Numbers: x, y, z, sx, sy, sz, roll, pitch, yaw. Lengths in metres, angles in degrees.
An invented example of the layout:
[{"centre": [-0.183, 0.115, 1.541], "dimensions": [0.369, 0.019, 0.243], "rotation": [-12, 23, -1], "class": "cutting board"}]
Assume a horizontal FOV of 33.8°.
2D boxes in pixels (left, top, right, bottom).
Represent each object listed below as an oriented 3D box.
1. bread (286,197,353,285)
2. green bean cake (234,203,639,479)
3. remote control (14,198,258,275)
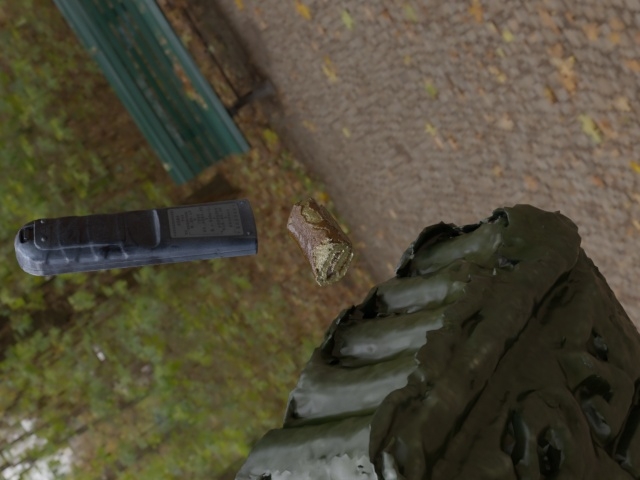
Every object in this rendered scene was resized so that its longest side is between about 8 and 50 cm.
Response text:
[{"centre": [0.000, 0.000, 0.889], "dimensions": [0.083, 0.036, 0.047], "rotation": [-123, 44, -53], "class": "bread"}, {"centre": [0.105, 0.132, 0.572], "dimensions": [0.132, 0.241, 0.255], "rotation": [-19, 108, 44], "class": "green bean cake"}, {"centre": [-0.117, -0.002, 0.675], "dimensions": [0.043, 0.152, 0.027], "rotation": [-110, 19, -49], "class": "remote control"}]
